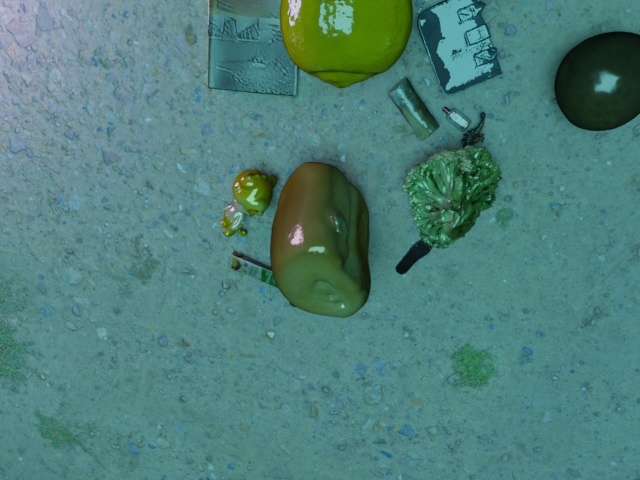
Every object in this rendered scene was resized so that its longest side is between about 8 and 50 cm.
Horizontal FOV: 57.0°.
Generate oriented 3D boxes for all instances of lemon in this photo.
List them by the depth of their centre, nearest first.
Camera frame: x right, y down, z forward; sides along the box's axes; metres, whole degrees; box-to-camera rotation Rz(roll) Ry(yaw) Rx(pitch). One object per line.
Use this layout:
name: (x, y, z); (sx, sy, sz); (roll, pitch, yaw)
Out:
lemon: (0.060, -0.549, 1.426); (0.347, 0.348, 0.348); (3, 110, 9)

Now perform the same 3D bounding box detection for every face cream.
face cream: (0.369, -0.335, 1.607); (0.083, 0.021, 0.040); (36, 110, -4)

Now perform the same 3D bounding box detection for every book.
book: (-0.180, -0.591, 1.608); (0.262, 0.028, 0.374); (8, 111, 9)

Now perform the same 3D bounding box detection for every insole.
insole: (0.283, 0.045, 1.768); (0.053, 0.002, 0.153); (37, 111, -5)

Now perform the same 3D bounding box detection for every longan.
longan: (0.702, -0.386, 1.435); (0.247, 0.248, 0.249); (3, 110, 9)

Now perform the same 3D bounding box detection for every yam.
yam: (0.252, -0.354, 1.597); (0.068, 0.068, 0.169); (-34, 100, 19)

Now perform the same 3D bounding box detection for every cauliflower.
cauliflower: (0.360, -0.106, 1.566); (0.272, 0.250, 0.275); (-25, 124, 19)

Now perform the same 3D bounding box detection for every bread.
bread: (0.000, 0.000, 1.599); (0.252, 0.376, 0.348); (-11, 139, 19)

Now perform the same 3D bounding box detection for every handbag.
handbag: (0.362, -0.512, 1.527); (0.179, 0.062, 0.229); (-22, 104, 13)

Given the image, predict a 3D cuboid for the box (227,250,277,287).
box: (-0.187, 0.097, 1.846); (0.207, 0.041, 0.050); (23, 112, 2)

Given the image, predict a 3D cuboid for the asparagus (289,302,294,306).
asparagus: (-0.056, 0.136, 1.844); (0.036, 0.030, 0.165); (25, 112, 11)

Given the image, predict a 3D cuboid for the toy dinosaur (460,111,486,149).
toy dinosaur: (0.414, -0.277, 1.605); (0.055, 0.049, 0.154); (24, 119, 6)

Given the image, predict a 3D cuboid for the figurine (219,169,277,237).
figurine: (-0.219, -0.112, 1.743); (0.246, 0.131, 0.156); (-47, 56, 36)

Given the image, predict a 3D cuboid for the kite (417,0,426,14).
kite: (0.270, -0.630, 1.529); (0.078, 0.002, 0.044); (-39, 99, 19)
